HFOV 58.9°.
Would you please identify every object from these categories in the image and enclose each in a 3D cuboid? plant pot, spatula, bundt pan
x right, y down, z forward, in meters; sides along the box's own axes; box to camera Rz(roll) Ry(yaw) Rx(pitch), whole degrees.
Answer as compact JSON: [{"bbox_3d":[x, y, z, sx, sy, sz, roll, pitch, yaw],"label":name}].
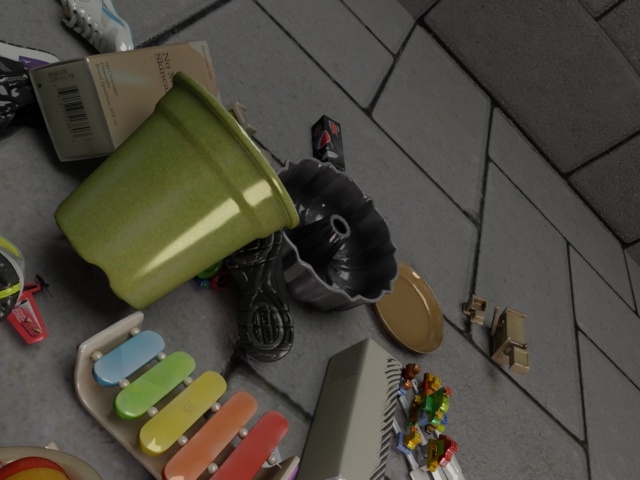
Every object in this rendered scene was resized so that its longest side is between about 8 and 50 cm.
[{"bbox_3d":[0.193,0.151,1.296,0.236,0.032,0.236,29,43,-30],"label":"plant pot"},{"bbox_3d":[0.202,0.397,1.120,0.168,0.019,0.242,-2,59,-47],"label":"spatula"},{"bbox_3d":[-0.213,-0.048,0.803,0.254,0.276,0.276,-41,94,-11],"label":"plant pot"},{"bbox_3d":[0.000,0.000,1.137,0.331,0.124,0.331,28,43,-30],"label":"bundt pan"}]

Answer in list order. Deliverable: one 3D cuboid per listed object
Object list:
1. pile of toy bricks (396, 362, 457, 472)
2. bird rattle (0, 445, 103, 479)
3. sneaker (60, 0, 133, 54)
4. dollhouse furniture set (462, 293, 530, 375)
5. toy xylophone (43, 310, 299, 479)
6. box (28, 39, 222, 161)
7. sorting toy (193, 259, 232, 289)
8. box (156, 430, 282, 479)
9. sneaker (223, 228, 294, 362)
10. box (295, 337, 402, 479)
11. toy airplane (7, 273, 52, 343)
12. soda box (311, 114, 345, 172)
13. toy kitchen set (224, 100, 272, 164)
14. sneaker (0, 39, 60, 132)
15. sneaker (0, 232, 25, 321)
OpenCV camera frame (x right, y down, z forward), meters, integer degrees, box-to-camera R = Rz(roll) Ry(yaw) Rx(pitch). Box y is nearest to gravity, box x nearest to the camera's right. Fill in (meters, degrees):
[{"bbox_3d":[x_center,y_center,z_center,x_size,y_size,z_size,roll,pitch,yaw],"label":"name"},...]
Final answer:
[{"bbox_3d":[0.213,0.320,1.096,0.118,0.105,0.212,37,37,-16],"label":"pile of toy bricks"},{"bbox_3d":[-0.307,0.249,0.520,0.207,0.253,0.143,13,88,-38],"label":"bird rattle"},{"bbox_3d":[-0.423,-0.403,1.057,0.092,0.087,0.229,-15,65,-44],"label":"sneaker"},{"bbox_3d":[0.431,0.256,1.445,0.161,0.101,0.182,21,42,0],"label":"dollhouse furniture set"},{"bbox_3d":[-0.189,0.246,0.712,0.322,0.081,0.236,36,29,1],"label":"toy xylophone"},{"bbox_3d":[-0.304,-0.245,0.951,0.311,0.121,0.148,-48,131,-57],"label":"box"},{"bbox_3d":[-0.188,0.048,0.952,0.042,0.061,0.102,39,-14,34],"label":"sorting toy"},{"bbox_3d":[-0.127,0.350,0.787,0.186,0.038,0.145,3,58,-45],"label":"box"},{"bbox_3d":[-0.106,0.064,0.963,0.109,0.130,0.286,-5,76,-3],"label":"sneaker"},{"bbox_3d":[0.054,0.306,0.955,0.094,0.113,0.275,41,40,-17],"label":"box"},{"bbox_3d":[-0.411,0.079,0.710,0.151,0.028,0.151,26,40,-24],"label":"toy airplane"},{"bbox_3d":[0.018,-0.229,1.402,0.060,0.053,0.169,24,45,-33],"label":"soda box"},{"bbox_3d":[-0.211,-0.197,1.110,0.166,0.122,0.207,63,18,14],"label":"toy kitchen set"},{"bbox_3d":[-0.495,-0.222,0.811,0.283,0.107,0.124,-5,70,-49],"label":"sneaker"},{"bbox_3d":[-0.519,0.006,0.597,0.384,0.145,0.147,22,4,-21],"label":"sneaker"}]
